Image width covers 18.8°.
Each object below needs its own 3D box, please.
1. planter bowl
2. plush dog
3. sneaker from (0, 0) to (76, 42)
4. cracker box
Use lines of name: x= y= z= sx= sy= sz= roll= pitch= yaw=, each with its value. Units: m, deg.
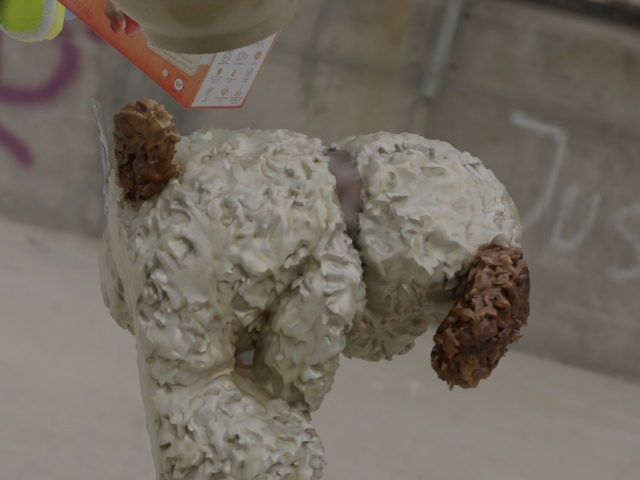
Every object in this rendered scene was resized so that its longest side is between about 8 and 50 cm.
planter bowl: x=-0.067 y=-0.176 z=1.120 sx=0.162 sy=0.109 sz=0.162 roll=-8 pitch=35 yaw=5
plush dog: x=0.000 y=0.000 z=1.076 sx=0.225 sy=0.210 sz=0.262 roll=-8 pitch=34 yaw=-13
sneaker: x=-0.216 y=-0.286 z=1.587 sx=0.091 sy=0.240 sz=0.126 roll=17 pitch=18 yaw=20
cracker box: x=-0.077 y=-0.228 z=1.341 sx=0.156 sy=0.232 sz=0.067 roll=40 pitch=24 yaw=27
